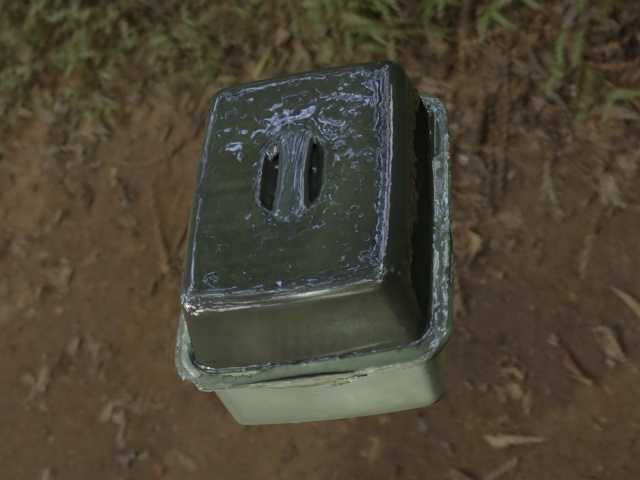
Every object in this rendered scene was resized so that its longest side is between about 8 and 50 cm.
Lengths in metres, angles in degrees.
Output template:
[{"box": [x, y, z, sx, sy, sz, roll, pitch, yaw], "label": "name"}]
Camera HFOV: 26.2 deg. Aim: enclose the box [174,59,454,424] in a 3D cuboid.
[{"box": [0.000, 0.000, 1.109, 0.221, 0.166, 0.290, -9, 48, 13], "label": "box"}]
